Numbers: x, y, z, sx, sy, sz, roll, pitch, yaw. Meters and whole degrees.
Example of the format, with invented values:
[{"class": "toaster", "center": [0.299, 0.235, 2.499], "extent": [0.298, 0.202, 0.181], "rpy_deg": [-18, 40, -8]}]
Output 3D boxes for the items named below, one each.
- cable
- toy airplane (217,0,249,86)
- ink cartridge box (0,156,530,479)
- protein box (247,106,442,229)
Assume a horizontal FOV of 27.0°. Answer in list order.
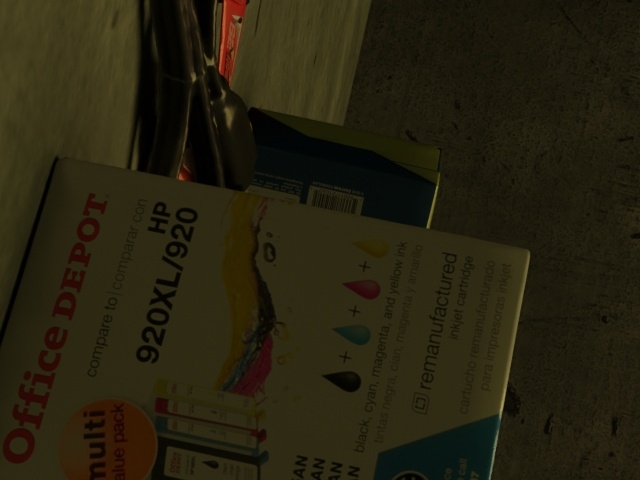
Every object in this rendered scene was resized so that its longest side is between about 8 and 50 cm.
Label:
[{"class": "cable", "center": [-0.093, -0.093, 0.812], "extent": [0.139, 0.072, 0.287], "rpy_deg": [-57, 154, -30]}, {"class": "toy airplane", "center": [-0.067, -0.176, 0.940], "extent": [0.151, 0.028, 0.151], "rpy_deg": [11, 90, -87]}, {"class": "ink cartridge box", "center": [-0.032, 0.084, 0.674], "extent": [0.168, 0.232, 0.171], "rpy_deg": [89, 13, -69]}, {"class": "protein box", "center": [0.000, 0.000, 1.298], "extent": [0.136, 0.200, 0.201], "rpy_deg": [-70, 172, -70]}]
